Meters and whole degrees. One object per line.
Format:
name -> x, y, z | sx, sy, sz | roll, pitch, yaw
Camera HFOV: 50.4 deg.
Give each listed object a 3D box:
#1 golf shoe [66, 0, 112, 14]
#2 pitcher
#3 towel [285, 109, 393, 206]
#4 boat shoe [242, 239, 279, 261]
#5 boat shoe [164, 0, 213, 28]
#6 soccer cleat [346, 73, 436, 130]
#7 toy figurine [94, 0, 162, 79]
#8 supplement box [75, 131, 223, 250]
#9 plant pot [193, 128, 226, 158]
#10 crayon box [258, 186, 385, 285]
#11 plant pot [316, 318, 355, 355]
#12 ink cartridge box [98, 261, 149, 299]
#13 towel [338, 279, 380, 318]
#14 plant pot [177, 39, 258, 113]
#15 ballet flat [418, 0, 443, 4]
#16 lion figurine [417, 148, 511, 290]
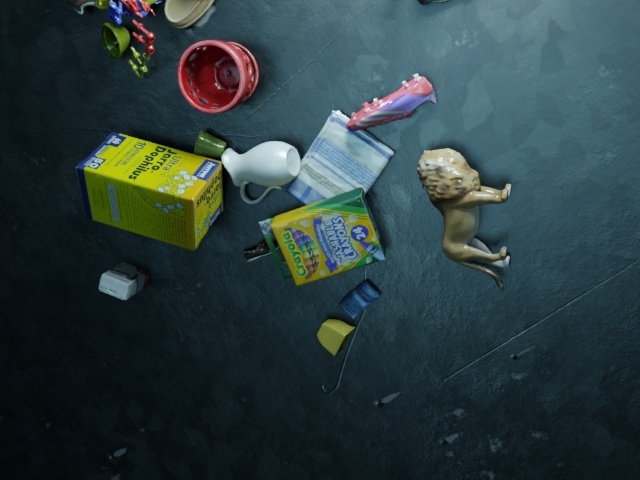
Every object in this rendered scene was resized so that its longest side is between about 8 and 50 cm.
golf shoe -> -0.599, -0.732, 1.913 | 0.273, 0.105, 0.120 | -14, 133, 10
pitcher -> -0.158, -0.190, 1.937 | 0.207, 0.125, 0.177 | -4, 120, 27
towel -> 0.049, -0.197, 1.918 | 0.209, 0.034, 0.285 | 35, 114, 1
boat shoe -> -0.174, 0.023, 2.033 | 0.133, 0.049, 0.042 | -21, 108, 24
boat shoe -> -0.325, -0.721, 1.820 | 0.122, 0.110, 0.341 | 40, 112, 1
soccer cleat -> 0.187, -0.344, 1.804 | 0.248, 0.083, 0.095 | -30, 112, 11
toy figurine -> -0.475, -0.643, 1.874 | 0.191, 0.217, 0.362 | 38, 155, -2
supplement box -> -0.482, -0.145, 1.960 | 0.357, 0.194, 0.195 | 16, 134, 10
plant pot -> -0.317, -0.272, 1.975 | 0.079, 0.083, 0.083 | 18, 110, -3
crayon box -> 0.000, 0.000, 1.930 | 0.323, 0.083, 0.203 | -18, 110, 14
plant pot -> 0.039, 0.281, 2.039 | 0.083, 0.081, 0.081 | 32, 112, 15
ink cartridge box -> -0.615, 0.126, 2.137 | 0.099, 0.135, 0.056 | 20, 109, 8
towel -> 0.114, 0.174, 2.011 | 0.119, 0.029, 0.067 | -42, 91, 22
plant pot -> -0.269, -0.447, 1.852 | 0.191, 0.174, 0.191 | 4, 106, 14
ballet flat -> 0.331, -0.641, 1.696 | 0.203, 0.074, 0.074 | -17, 101, 13
lion figurine -> 0.381, -0.052, 1.817 | 0.240, 0.142, 0.391 | 3, 111, 22
